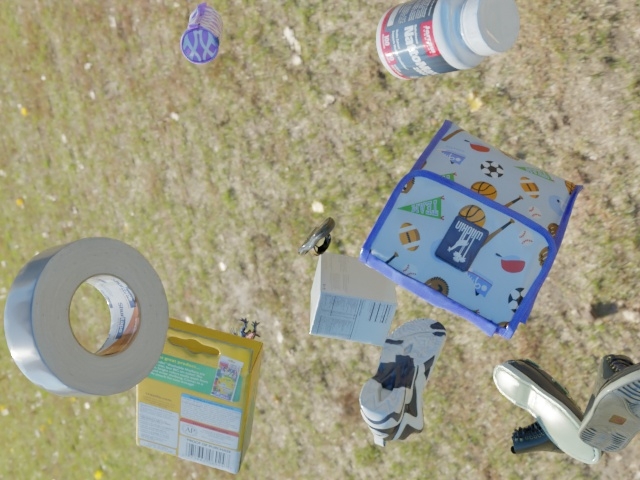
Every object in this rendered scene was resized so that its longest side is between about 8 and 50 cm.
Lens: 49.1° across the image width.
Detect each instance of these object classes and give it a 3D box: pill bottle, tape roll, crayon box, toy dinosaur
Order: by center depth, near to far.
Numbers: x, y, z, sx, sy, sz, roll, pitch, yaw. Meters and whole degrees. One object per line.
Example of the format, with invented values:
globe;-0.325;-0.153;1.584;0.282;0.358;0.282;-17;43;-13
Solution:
pill bottle;0.170;-0.281;0.945;0.180;0.108;0.108;5;110;54
tape roll;-0.319;0.107;0.977;0.072;0.219;0.219;-12;97;39
crayon box;-0.217;0.259;1.245;0.203;0.083;0.323;14;126;5
toy dinosaur;-0.142;0.181;1.283;0.090;0.047;0.082;-107;31;-64

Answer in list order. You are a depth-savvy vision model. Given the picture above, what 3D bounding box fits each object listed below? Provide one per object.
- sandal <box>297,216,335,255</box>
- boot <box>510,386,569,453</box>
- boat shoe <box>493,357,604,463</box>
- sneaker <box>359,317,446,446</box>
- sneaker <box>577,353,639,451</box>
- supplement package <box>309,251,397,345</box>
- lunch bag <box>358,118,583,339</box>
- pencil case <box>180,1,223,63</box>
sandal;0.000;0.000;1.769;0.060;0.090;0.219;39;155;-5
boot;0.447;0.379;1.419;0.137;0.077;0.198;-9;127;14
boat shoe;0.395;0.277;1.181;0.228;0.068;0.081;44;139;43
sneaker;0.147;0.254;1.209;0.094;0.235;0.153;14;134;22
sneaker;0.399;0.180;0.907;0.083;0.118;0.222;22;147;8
supplement package;0.084;0.155;1.876;0.194;0.203;0.149;-88;10;-59
lunch bag;0.294;-0.019;1.371;0.327;0.385;0.239;29;140;12
pencil case;-0.261;-0.457;1.544;0.206;0.086;0.088;-100;-10;-60
